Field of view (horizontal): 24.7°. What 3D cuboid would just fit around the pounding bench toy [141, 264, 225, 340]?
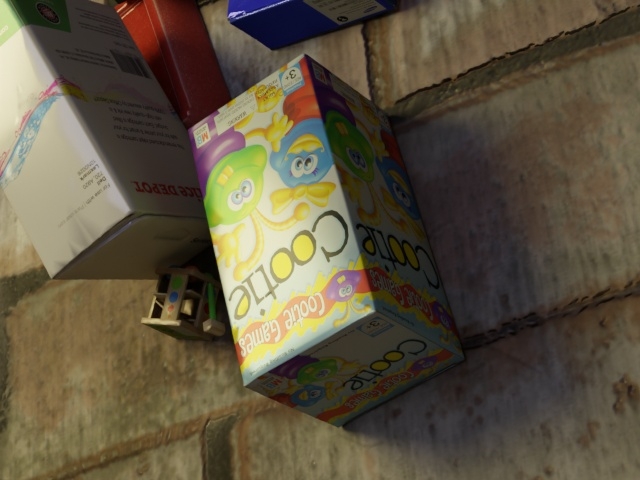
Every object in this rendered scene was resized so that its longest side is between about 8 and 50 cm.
[{"bbox_3d":[-0.121,0.059,1.422,0.083,0.052,0.065,1,71,38],"label":"pounding bench toy"}]

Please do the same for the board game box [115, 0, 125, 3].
[{"bbox_3d":[-0.166,-0.353,1.627,0.126,0.026,0.186,-20,43,30],"label":"board game box"}]

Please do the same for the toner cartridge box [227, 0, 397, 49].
[{"bbox_3d":[0.001,-0.382,1.510,0.165,0.075,0.347,-11,64,35],"label":"toner cartridge box"}]

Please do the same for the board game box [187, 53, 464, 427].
[{"bbox_3d":[0.000,0.000,1.297,0.144,0.142,0.275,-31,54,23],"label":"board game box"}]

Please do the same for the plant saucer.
[{"bbox_3d":[-0.227,-0.146,1.600,0.258,0.048,0.259,-35,52,20],"label":"plant saucer"}]

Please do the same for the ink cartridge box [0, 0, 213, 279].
[{"bbox_3d":[-0.229,-0.102,1.424,0.117,0.201,0.278,-37,74,20],"label":"ink cartridge box"}]
